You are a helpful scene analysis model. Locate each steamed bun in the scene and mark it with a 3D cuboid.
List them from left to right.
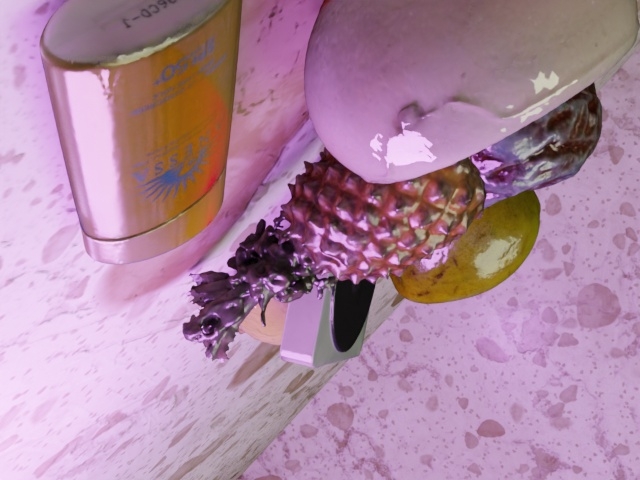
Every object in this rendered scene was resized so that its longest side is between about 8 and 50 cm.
[{"bbox_3d":[0.105,-0.180,0.678,0.283,0.177,0.283,-30,-169,7],"label":"steamed bun"}]

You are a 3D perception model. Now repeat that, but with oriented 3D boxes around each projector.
[{"bbox_3d":[0.020,0.034,1.122,0.257,0.079,0.259,15,87,-73],"label":"projector"}]

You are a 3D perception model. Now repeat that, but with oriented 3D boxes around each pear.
[{"bbox_3d":[0.255,-0.021,1.513,0.307,0.253,0.253,-29,165,-5],"label":"pear"}]

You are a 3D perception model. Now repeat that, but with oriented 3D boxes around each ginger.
[{"bbox_3d":[-0.063,0.068,1.167,0.193,0.115,0.122,83,31,-64],"label":"ginger"}]

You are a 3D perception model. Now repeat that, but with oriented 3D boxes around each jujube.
[{"bbox_3d":[0.245,-0.163,1.118,0.246,0.215,0.308,-18,-178,30],"label":"jujube"}]

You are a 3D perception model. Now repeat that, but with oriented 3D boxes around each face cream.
[{"bbox_3d":[-0.121,-0.075,0.595,0.139,0.067,0.285,-37,164,-24],"label":"face cream"}]

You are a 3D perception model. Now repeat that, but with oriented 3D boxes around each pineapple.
[{"bbox_3d":[0.000,0.000,0.888,0.361,0.175,0.175,-34,168,7],"label":"pineapple"}]
